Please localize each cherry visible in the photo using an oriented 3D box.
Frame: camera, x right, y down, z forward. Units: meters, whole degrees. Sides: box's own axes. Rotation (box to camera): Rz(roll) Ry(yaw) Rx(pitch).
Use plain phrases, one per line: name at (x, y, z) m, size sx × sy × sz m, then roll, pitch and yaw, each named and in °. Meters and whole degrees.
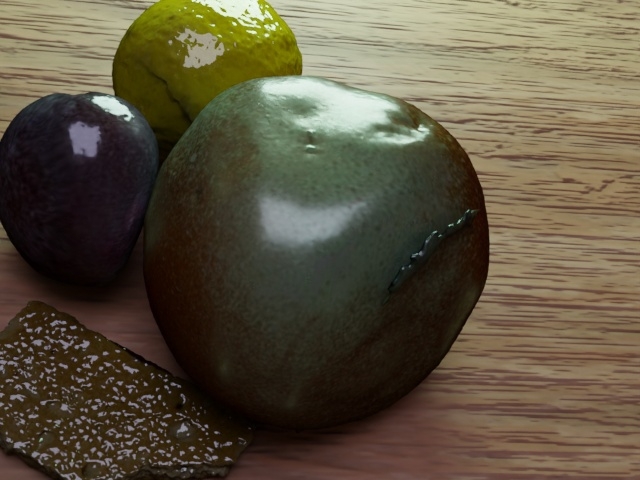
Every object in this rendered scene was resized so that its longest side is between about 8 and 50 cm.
cherry at (-0.221, -0.048, 0.931) m, size 0.140 × 0.176 × 0.176 m, roll 18°, pitch 47°, yaw -31°

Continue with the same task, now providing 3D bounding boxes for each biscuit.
biscuit at (-0.183, 0.149, 0.872) m, size 0.237 × 0.026 × 0.131 m, roll 28°, pitch 54°, yaw 8°

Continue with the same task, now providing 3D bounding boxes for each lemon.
lemon at (-0.110, -0.163, 1.036) m, size 0.193 × 0.180 × 0.180 m, roll -3°, pitch 52°, yaw -35°

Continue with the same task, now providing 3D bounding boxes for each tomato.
tomato at (0.000, 0.000, 0.885) m, size 0.303 × 0.239 × 0.303 m, roll 5°, pitch 57°, yaw -8°
